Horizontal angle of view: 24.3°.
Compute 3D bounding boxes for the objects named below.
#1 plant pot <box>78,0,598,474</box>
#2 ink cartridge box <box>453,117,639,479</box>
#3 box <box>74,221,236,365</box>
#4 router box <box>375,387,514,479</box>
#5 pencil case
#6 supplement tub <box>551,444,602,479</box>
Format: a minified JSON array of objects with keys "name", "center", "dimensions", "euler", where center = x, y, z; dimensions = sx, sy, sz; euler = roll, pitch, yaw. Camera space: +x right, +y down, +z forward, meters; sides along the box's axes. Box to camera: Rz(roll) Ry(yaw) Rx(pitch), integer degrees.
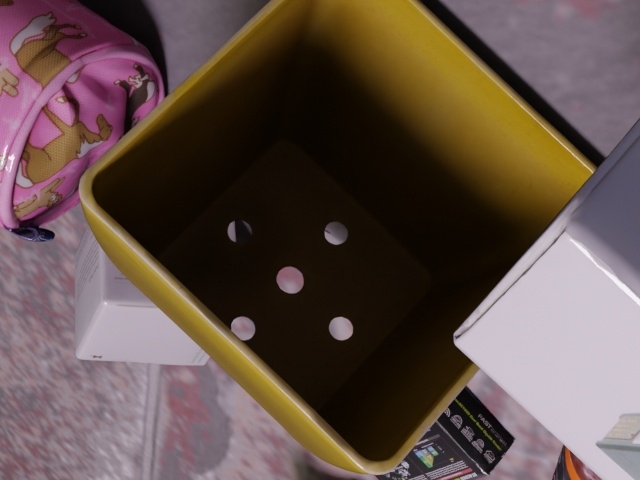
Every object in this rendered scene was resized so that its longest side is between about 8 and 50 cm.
[{"name":"plant pot","center":[0.000,0.000,0.849],"dimensions":[0.212,0.212,0.187],"euler":[44,159,1]},{"name":"ink cartridge box","center":[0.236,0.051,0.630],"dimensions":[0.289,0.211,0.121],"euler":[43,148,5]},{"name":"box","center":[-0.119,0.031,1.065],"dimensions":[0.102,0.087,0.101],"euler":[6,152,-19]},{"name":"router box","center":[0.067,0.134,1.056],"dimensions":[0.092,0.038,0.122],"euler":[48,147,-5]},{"name":"pencil case","center":[-0.297,-0.157,1.028],"dimensions":[0.386,0.160,0.167],"euler":[34,118,17]},{"name":"supplement tub","center":[0.190,0.148,0.879],"dimensions":[0.106,0.106,0.198],"euler":[31,144,20]}]
